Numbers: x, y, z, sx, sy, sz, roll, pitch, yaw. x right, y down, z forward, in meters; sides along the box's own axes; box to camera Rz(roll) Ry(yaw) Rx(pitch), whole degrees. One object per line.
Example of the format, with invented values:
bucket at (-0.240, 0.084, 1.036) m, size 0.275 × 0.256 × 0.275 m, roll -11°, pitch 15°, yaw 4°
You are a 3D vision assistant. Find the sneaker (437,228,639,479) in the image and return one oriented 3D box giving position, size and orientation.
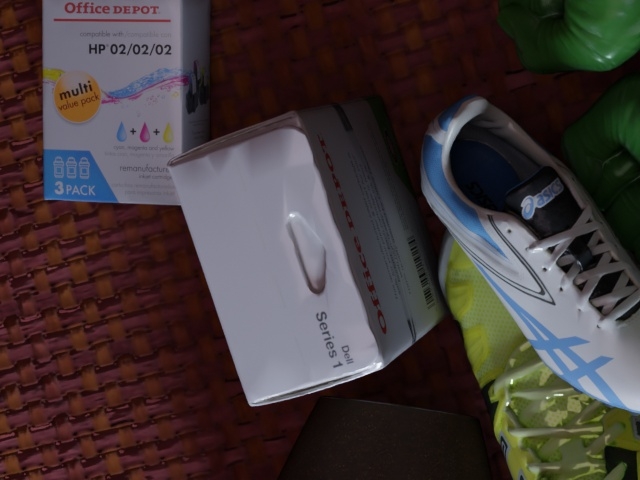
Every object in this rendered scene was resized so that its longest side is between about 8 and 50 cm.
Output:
sneaker at (0.188, 0.145, 1.177) m, size 0.145 × 0.147 × 0.384 m, roll -29°, pitch 86°, yaw 19°

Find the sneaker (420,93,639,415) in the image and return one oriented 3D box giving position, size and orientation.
sneaker at (0.144, 0.011, 1.126) m, size 0.085 × 0.086 × 0.237 m, roll -37°, pitch 73°, yaw -14°

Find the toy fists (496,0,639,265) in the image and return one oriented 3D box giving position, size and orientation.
toy fists at (0.194, -0.106, 1.155) m, size 0.142 × 0.096 × 0.279 m, roll -23°, pitch 92°, yaw 49°

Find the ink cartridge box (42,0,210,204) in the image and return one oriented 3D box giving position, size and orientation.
ink cartridge box at (-0.133, -0.118, 1.280) m, size 0.104 × 0.061 × 0.181 m, roll 2°, pitch 97°, yaw 15°

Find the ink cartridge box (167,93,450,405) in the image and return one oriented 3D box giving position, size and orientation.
ink cartridge box at (0.000, 0.000, 1.174) m, size 0.092 × 0.219 × 0.160 m, roll -19°, pitch 91°, yaw 17°

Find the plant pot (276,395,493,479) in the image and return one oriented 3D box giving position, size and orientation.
plant pot at (0.035, 0.222, 1.215) m, size 0.215 × 0.215 × 0.230 m, roll 6°, pitch 84°, yaw 15°
